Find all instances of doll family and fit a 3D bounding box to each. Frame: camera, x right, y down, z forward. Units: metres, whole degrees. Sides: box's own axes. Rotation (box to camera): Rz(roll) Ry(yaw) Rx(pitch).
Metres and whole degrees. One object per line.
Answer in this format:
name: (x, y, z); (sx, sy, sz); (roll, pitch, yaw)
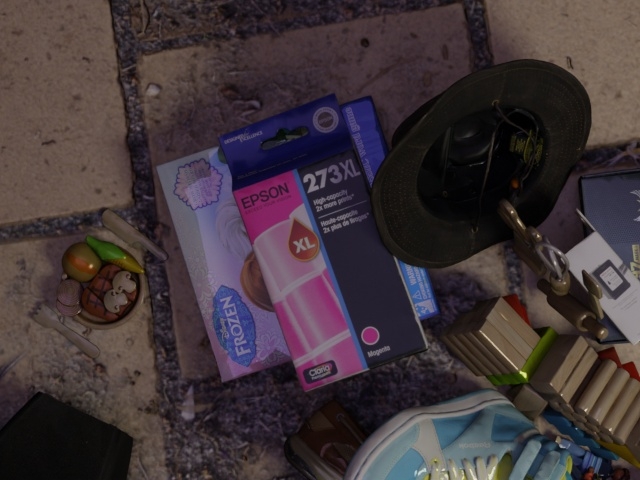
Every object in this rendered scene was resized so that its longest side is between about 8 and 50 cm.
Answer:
doll family: (0.344, 0.351, 1.730); (0.111, 0.076, 0.193); (21, 87, 11)

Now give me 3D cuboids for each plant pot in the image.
plant pot: (-0.355, 0.310, 1.754); (0.188, 0.187, 0.167); (23, 77, 6)

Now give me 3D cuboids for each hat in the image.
hat: (0.188, -0.125, 1.707); (0.331, 0.331, 0.134); (-41, 47, 2)

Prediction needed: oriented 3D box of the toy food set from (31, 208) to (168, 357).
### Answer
toy food set: (-0.314, 0.063, 1.823); (0.132, 0.038, 0.192); (34, 91, 6)

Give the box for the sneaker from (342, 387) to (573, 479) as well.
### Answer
sneaker: (0.193, 0.297, 1.609); (0.208, 0.319, 0.127); (33, 126, 37)

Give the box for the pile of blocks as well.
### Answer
pile of blocks: (0.339, 0.185, 1.718); (0.362, 0.149, 0.112); (35, 66, 8)

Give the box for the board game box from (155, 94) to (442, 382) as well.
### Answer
board game box: (-0.030, -0.001, 1.784); (0.318, 0.066, 0.318); (-19, 86, 4)

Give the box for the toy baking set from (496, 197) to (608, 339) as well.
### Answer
toy baking set: (0.296, 0.044, 1.651); (0.030, 0.256, 0.197); (-39, 125, -2)

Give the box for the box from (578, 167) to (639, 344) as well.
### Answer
box: (0.452, 0.017, 1.740); (0.183, 0.059, 0.232); (-6, 87, 6)

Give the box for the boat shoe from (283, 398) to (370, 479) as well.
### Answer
boat shoe: (0.104, 0.337, 1.731); (0.324, 0.122, 0.120); (37, 86, 6)

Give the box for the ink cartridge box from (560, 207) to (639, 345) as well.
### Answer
ink cartridge box: (0.365, 0.046, 1.668); (0.060, 0.104, 0.180); (-40, 82, 7)

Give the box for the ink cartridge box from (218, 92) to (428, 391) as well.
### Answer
ink cartridge box: (0.000, 0.000, 1.719); (0.176, 0.069, 0.371); (-20, 84, 4)
